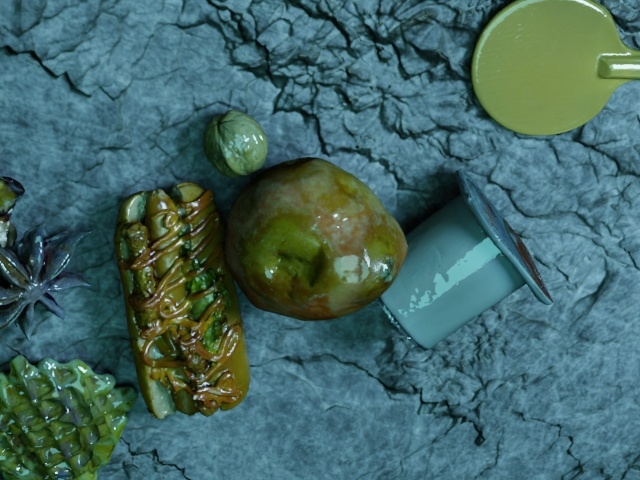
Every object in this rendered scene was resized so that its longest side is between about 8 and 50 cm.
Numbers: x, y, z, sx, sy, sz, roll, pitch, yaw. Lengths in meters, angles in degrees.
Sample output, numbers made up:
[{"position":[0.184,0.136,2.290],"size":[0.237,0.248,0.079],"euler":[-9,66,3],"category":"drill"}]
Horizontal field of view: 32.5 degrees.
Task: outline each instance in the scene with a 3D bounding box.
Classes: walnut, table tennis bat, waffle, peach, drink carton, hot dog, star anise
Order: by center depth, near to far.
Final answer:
[{"position":[0.000,0.000,1.405],"size":[0.214,0.235,0.214],"euler":[-31,130,-45],"category":"peach"},{"position":[-0.110,-0.124,1.421],"size":[0.092,0.092,0.092],"euler":[-3,113,-8],"category":"walnut"},{"position":[-0.396,0.052,1.440],"size":[0.180,0.061,0.204],"euler":[18,110,-52],"category":"star anise"},{"position":[0.359,-0.234,1.470],"size":[0.321,0.050,0.198],"euler":[-1,114,-5],"category":"table tennis bat"},{"position":[-0.185,0.093,1.480],"size":[0.158,0.117,0.349],"euler":[-8,114,-7],"category":"hot dog"},{"position":[0.177,0.032,1.495],"size":[0.189,0.185,0.191],"euler":[-34,116,18],"category":"drink carton"},{"position":[-0.382,0.261,1.553],"size":[0.204,0.054,0.223],"euler":[21,109,-17],"category":"waffle"}]

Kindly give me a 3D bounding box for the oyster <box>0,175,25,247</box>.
[{"position":[-0.533,0.040,1.395],"size":[0.361,0.096,0.221],"euler":[-51,146,17],"category":"oyster"}]
